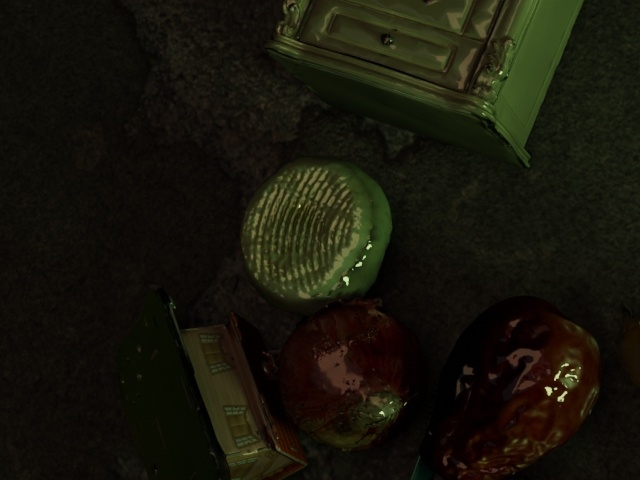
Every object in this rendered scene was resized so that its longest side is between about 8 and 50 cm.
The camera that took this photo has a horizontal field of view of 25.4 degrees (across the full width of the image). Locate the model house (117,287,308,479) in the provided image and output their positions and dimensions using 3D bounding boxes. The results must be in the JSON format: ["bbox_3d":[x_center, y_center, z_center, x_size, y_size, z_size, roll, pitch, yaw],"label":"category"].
[{"bbox_3d":[-0.122,0.214,1.706,0.207,0.154,0.294,-57,46,49],"label":"model house"}]

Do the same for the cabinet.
[{"bbox_3d":[0.148,-0.295,1.646,0.290,0.227,0.318,21,87,24],"label":"cabinet"}]

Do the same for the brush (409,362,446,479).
[{"bbox_3d":[0.126,0.228,1.646,0.032,0.043,0.193,21,88,41],"label":"brush"}]

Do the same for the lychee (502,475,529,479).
[{"bbox_3d":[0.214,0.300,1.585,0.083,0.068,0.067,-14,33,20],"label":"lychee"}]

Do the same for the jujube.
[{"bbox_3d":[0.204,0.175,1.566,0.168,0.168,0.236,41,97,23],"label":"jujube"}]

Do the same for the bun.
[{"bbox_3d":[0.000,0.000,1.698,0.195,0.118,0.195,-7,70,20],"label":"bun"}]

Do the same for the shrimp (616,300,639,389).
[{"bbox_3d":[0.458,0.150,1.504,0.287,0.068,0.185,-3,59,25],"label":"shrimp"}]

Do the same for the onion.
[{"bbox_3d":[0.045,0.159,1.611,0.184,0.184,0.147,-61,24,0],"label":"onion"}]
